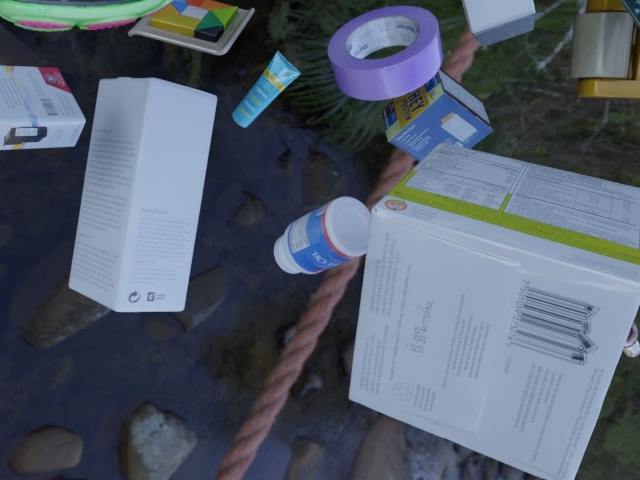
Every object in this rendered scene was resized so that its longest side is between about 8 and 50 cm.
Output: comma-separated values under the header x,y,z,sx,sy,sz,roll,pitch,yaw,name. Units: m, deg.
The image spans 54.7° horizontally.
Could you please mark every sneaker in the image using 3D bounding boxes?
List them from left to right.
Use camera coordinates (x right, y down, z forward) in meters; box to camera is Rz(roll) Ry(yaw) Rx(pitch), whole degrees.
x,y,z,sx,sy,sz,roll,pitch,yaw,name
-0.232,-0.433,0.829,0.483,0.185,0.202,-43,126,-24,sneaker

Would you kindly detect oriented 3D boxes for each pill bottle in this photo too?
x,y,z,sx,sy,sz,roll,pitch,yaw,name
0.000,0.000,1.281,0.124,0.221,0.124,13,67,-33,pill bottle

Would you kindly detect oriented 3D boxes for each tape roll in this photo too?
x,y,z,sx,sy,sz,roll,pitch,yaw,name
0.160,-0.468,1.533,0.275,0.274,0.090,-56,145,-28,tape roll

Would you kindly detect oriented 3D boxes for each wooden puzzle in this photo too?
x,y,z,sx,sy,sz,roll,pitch,yaw,name
-0.293,-0.513,1.431,0.044,0.238,0.221,96,8,-45,wooden puzzle

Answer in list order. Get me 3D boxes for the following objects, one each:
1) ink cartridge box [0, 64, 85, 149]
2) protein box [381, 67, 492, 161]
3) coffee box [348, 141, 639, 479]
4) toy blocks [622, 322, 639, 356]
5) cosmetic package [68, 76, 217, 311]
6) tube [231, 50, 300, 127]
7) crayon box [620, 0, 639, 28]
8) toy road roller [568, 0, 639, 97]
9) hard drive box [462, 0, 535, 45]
x,y,z,sx,sy,sz,roll,pitch,yaw,name
-0.503,-0.220,1.022,0.175,0.127,0.072,-13,154,-46,ink cartridge box
0.311,-0.324,1.668,0.201,0.200,0.136,26,40,-32,protein box
0.271,0.083,0.950,0.334,0.338,0.338,-43,145,-55,coffee box
0.799,0.135,1.302,0.260,0.309,0.289,40,78,-43,toy blocks
-0.375,-0.096,1.293,0.161,0.230,0.453,6,96,-46,cosmetic package
-0.145,-0.379,1.582,0.080,0.207,0.052,43,24,-6,tube
0.588,-0.466,1.031,0.203,0.083,0.323,45,57,-16,crayon box
0.689,-0.414,1.362,0.240,0.329,0.203,-107,-162,-78,toy road roller
0.254,-0.397,0.920,0.232,0.089,0.181,-37,112,-67,hard drive box
